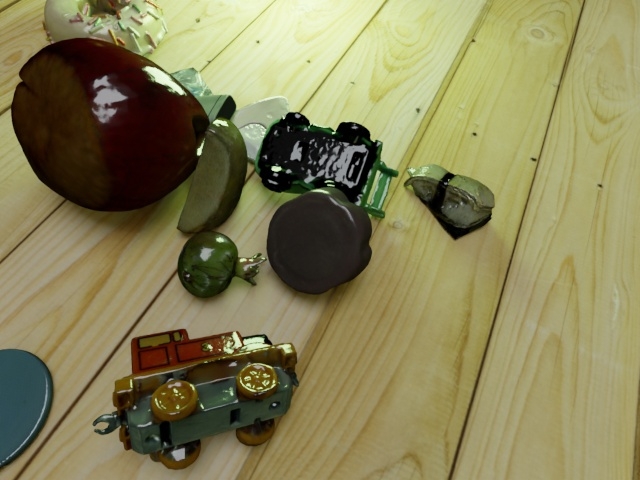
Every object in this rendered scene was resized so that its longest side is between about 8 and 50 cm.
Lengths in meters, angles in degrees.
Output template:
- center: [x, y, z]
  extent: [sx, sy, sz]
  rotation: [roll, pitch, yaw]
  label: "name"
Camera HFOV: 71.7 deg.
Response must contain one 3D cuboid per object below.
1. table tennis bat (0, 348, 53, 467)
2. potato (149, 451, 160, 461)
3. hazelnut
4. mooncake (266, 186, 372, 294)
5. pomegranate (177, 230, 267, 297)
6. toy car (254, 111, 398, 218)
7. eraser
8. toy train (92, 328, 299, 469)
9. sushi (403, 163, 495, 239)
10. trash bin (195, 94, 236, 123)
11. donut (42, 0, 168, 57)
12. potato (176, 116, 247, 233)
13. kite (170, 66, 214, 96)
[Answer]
- center: [-0.647, 0.359, 0.824]
  extent: [0.215, 0.044, 0.329]
  rotation: [16, 55, 2]
  label: "table tennis bat"
- center: [-0.304, 0.375, 0.853]
  extent: [0.046, 0.045, 0.092]
  rotation: [-22, 54, 21]
  label: "potato"
- center: [-0.486, -0.253, 1.043]
  extent: [0.429, 0.402, 0.402]
  rotation: [16, 56, 22]
  label: "hazelnut"
- center: [0.000, 0.000, 1.020]
  extent: [0.245, 0.245, 0.133]
  rotation: [37, 24, 15]
  label: "mooncake"
- center: [-0.225, 0.061, 1.009]
  extent: [0.191, 0.152, 0.131]
  rotation: [13, 49, -23]
  label: "pomegranate"
- center: [0.017, -0.190, 1.168]
  extent: [0.358, 0.176, 0.213]
  rotation: [15, 80, 12]
  label: "toy car"
- center: [-0.170, -0.331, 1.299]
  extent: [0.204, 0.059, 0.243]
  rotation: [29, 63, 12]
  label: "eraser"
- center: [-0.227, 0.274, 0.841]
  extent: [0.369, 0.163, 0.232]
  rotation: [-7, 35, -23]
  label: "toy train"
- center: [0.348, -0.146, 1.217]
  extent: [0.134, 0.109, 0.273]
  rotation: [-29, 65, -23]
  label: "sushi"
- center: [-0.319, -0.359, 1.256]
  extent: [0.130, 0.059, 0.116]
  rotation: [6, 58, 25]
  label: "trash bin"
- center: [-0.697, -0.718, 1.430]
  extent: [0.382, 0.142, 0.383]
  rotation: [3, 59, -5]
  label: "donut"
- center: [-0.236, -0.168, 1.064]
  extent: [0.112, 0.255, 0.269]
  rotation: [22, 58, -7]
  label: "potato"
- center: [-0.377, -0.440, 1.369]
  extent: [0.310, 0.015, 0.169]
  rotation: [39, 61, 17]
  label: "kite"
